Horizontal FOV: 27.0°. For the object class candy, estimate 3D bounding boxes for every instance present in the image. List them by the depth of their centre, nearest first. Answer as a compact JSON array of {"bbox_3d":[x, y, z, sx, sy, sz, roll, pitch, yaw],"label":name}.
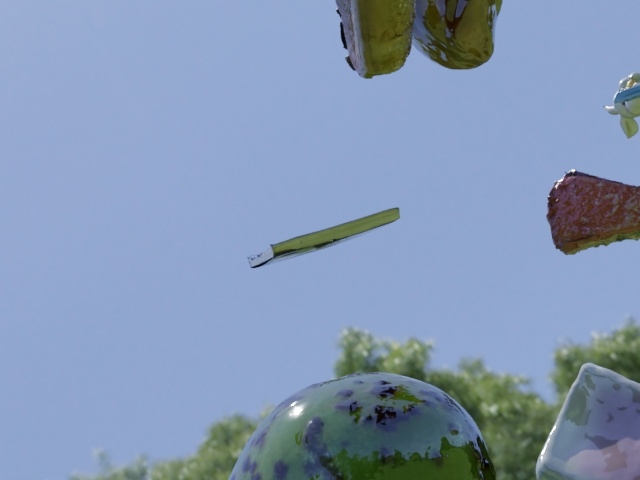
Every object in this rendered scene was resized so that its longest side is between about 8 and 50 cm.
[{"bbox_3d":[0.332,0.289,1.307,0.145,0.208,0.358,-56,-30,-29],"label":"candy"}]

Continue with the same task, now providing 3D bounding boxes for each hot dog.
[{"bbox_3d":[0.033,-0.268,1.029,0.068,0.083,0.289,-14,-67,-18],"label":"hot dog"}]

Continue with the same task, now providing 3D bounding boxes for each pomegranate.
[{"bbox_3d":[0.054,0.220,0.988,0.231,0.286,0.230,-9,-73,-32],"label":"pomegranate"}]

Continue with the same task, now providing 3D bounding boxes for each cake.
[{"bbox_3d":[0.431,-0.057,1.881,0.220,0.116,0.086,-17,-18,16],"label":"cake"}]

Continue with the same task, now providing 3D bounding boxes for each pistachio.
[{"bbox_3d":[0.105,-0.236,1.239,0.100,0.189,0.110,-36,-20,-16],"label":"pistachio"}]

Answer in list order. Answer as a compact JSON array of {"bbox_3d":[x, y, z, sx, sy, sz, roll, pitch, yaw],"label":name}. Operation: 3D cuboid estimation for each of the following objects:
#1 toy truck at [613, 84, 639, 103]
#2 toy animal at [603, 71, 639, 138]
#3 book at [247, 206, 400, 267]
[{"bbox_3d":[0.421,-0.161,1.599,0.063,0.074,0.136,-12,-4,-44],"label":"toy truck"},{"bbox_3d":[0.499,-0.229,2.088,0.124,0.071,0.085,-37,-32,21],"label":"toy animal"},{"bbox_3d":[0.000,0.001,1.635,0.157,0.026,0.231,-16,-1,-11],"label":"book"}]
